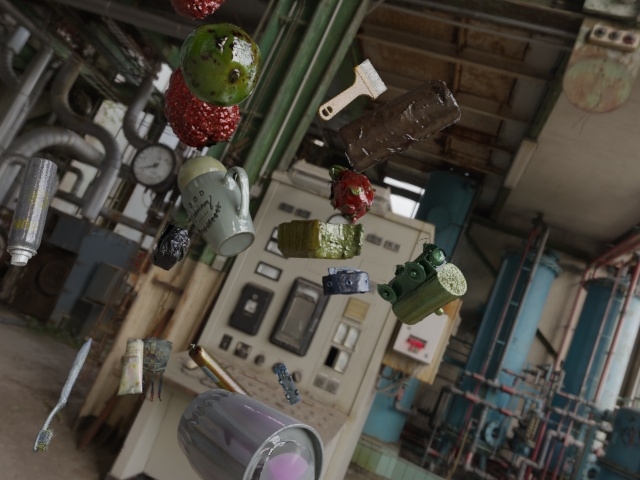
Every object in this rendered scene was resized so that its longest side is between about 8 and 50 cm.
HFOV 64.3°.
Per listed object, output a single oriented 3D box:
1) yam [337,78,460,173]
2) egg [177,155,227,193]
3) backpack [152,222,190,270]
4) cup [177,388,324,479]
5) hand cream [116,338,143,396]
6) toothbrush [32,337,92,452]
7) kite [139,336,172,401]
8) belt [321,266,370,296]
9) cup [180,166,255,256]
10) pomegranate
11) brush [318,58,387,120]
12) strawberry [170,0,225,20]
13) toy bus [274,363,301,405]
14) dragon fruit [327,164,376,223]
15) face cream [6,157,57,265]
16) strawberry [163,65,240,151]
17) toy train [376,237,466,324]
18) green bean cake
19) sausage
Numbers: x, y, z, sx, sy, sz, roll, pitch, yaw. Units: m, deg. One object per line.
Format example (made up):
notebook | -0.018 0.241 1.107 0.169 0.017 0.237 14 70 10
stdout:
yam | 0.177 -0.270 1.190 0.131 0.279 0.131 61 5 -9
egg | -0.440 -0.223 1.942 0.188 0.189 0.254 22 -7 7
backpack | -0.531 0.032 1.816 0.105 0.165 0.120 21 -50 -12
cup | -0.188 0.532 1.299 0.371 0.253 0.253 11 -15 47
hand cream | -0.465 0.311 1.252 0.061 0.143 0.039 -6 -36 -4
toothbrush | -0.777 0.455 1.559 0.042 0.413 0.035 -2 -53 0
kite | -0.626 0.482 1.897 0.141 0.245 0.015 3 4 2
belt | 0.116 0.183 2.308 0.218 0.129 0.122 -2 -12 -7
cup | -0.293 -0.101 1.600 0.186 0.258 0.234 -2 51 -48
pomegranate | -0.269 -0.459 1.314 0.263 0.211 0.211 40 4 41
brush | 0.081 -0.396 1.374 0.103 0.272 0.013 55 -34 -12
strawberry | -0.390 -0.791 1.595 0.233 0.178 0.234 14 -8 2
toy bus | -0.120 0.524 1.858 0.153 0.051 0.061 69 -10 -21
dragon fruit | 0.103 -0.196 2.102 0.269 0.200 0.198 34 -22 27
face cream | -0.745 -0.075 1.311 0.073 0.284 0.073 2 -19 1
strawberry | -0.427 -0.463 1.783 0.261 0.261 0.257 20 -1 16
toy train | 0.295 0.127 1.470 0.189 0.126 0.307 40 -37 1
green bean cake | 0.000 0.000 1.690 0.236 0.124 0.232 4 -4 -40
sausage | -0.422 0.555 2.099 0.372 0.082 0.082 53 -21 -22
